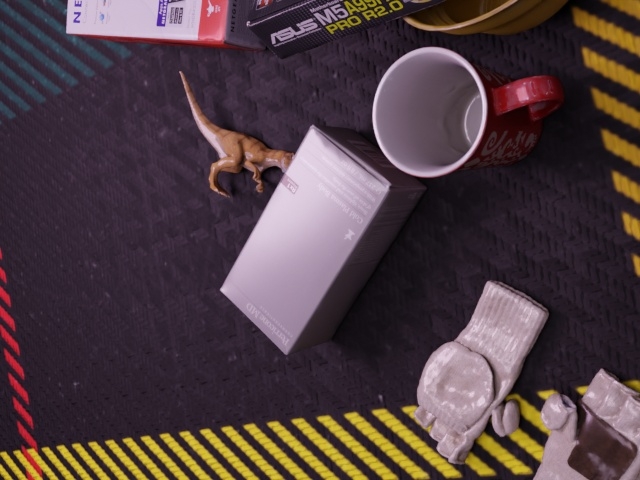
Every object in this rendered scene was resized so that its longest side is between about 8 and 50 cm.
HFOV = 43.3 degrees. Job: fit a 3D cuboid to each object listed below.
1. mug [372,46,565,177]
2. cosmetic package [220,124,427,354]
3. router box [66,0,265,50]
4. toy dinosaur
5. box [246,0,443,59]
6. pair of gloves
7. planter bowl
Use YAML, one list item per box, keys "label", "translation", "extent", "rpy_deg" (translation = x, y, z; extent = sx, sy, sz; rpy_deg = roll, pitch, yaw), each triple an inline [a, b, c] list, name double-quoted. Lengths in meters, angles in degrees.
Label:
- label: "mug"
  translation: [0.155, -0.111, 0.764]
  extent: [0.150, 0.169, 0.113]
  rpy_deg: [22, 105, 31]
- label: "cosmetic package"
  translation: [0.000, 0.000, 0.924]
  extent: [0.127, 0.107, 0.238]
  rpy_deg: [39, 111, 23]
- label: "router box"
  translation: [-0.192, -0.423, 1.040]
  extent: [0.301, 0.082, 0.336]
  rpy_deg: [12, 100, 34]
- label: "toy dinosaur"
  translation: [-0.114, -0.117, 1.032]
  extent: [0.211, 0.064, 0.112]
  rpy_deg: [30, 92, 20]
- label: "box"
  translation: [0.048, -0.331, 0.813]
  extent: [0.216, 0.060, 0.270]
  rpy_deg: [-10, 57, 37]
- label: "pair of gloves"
  translation: [0.210, 0.183, 0.826]
  extent: [0.240, 0.042, 0.204]
  rpy_deg: [42, 116, 26]
- label: "planter bowl"
  translation: [0.181, -0.264, 0.761]
  extent: [0.217, 0.090, 0.217]
  rpy_deg: [-26, 48, 33]
